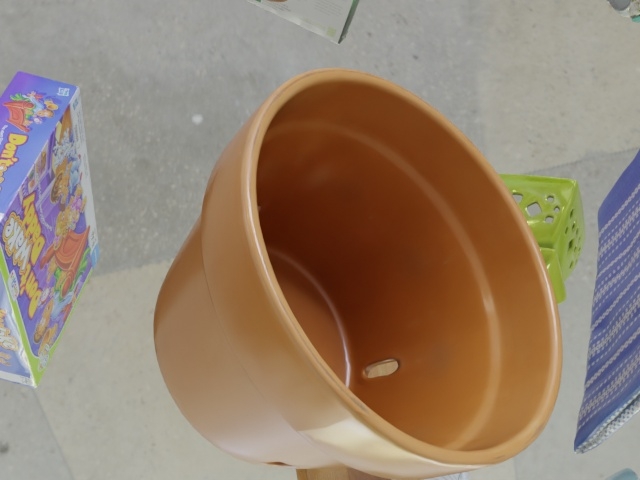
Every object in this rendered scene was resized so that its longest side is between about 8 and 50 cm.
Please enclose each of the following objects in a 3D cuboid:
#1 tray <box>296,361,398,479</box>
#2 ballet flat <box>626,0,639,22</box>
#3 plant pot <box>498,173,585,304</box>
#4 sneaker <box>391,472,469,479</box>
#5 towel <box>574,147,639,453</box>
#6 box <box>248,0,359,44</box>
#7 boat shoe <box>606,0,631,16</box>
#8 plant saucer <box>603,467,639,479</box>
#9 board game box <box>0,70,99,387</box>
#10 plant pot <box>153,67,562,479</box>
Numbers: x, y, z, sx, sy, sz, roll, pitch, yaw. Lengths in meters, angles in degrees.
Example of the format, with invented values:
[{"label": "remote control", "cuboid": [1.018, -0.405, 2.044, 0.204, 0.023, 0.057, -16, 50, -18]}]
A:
[{"label": "tray", "cuboid": [0.072, 0.284, 1.014, 0.203, 0.411, 0.076, -22, 139, 9]}, {"label": "ballet flat", "cuboid": [0.651, -0.444, 1.417, 0.091, 0.241, 0.077, 2, 99, -23]}, {"label": "plant pot", "cuboid": [0.432, 0.008, 1.682, 0.227, 0.207, 0.228, 6, 149, 28]}, {"label": "sneaker", "cuboid": [0.114, 0.264, 0.854, 0.090, 0.232, 0.115, -43, 136, 16]}, {"label": "towel", "cuboid": [0.299, -0.003, 0.703, 0.040, 0.336, 0.243, 24, 135, 4]}, {"label": "box", "cuboid": [-0.005, -0.604, 1.628, 0.232, 0.058, 0.322, 27, 129, 5]}, {"label": "boat shoe", "cuboid": [0.591, -0.618, 1.636, 0.103, 0.118, 0.320, -17, 90, -21]}, {"label": "plant saucer", "cuboid": [0.277, 0.322, 0.793, 0.037, 0.195, 0.195, 14, 116, 10]}, {"label": "board game box", "cuboid": [-0.368, 0.000, 0.983, 0.078, 0.233, 0.347, 15, 143, 0]}, {"label": "plant pot", "cuboid": [0.008, 0.047, 0.590, 0.291, 0.291, 0.203, 35, 135, -23]}]
